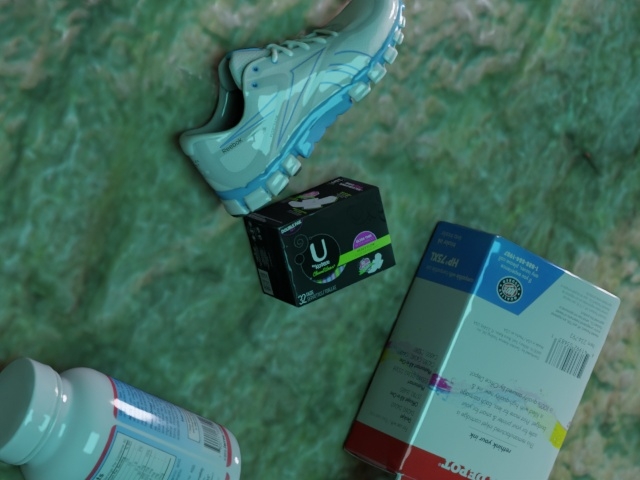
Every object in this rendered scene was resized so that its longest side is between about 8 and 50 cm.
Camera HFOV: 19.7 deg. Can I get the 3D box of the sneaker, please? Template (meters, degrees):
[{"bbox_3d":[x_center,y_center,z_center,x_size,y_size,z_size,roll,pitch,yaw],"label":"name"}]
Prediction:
[{"bbox_3d":[-0.020,-0.110,1.227,0.083,0.071,0.190,45,76,-24],"label":"sneaker"}]

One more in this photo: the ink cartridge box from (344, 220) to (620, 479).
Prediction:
[{"bbox_3d":[0.110,0.119,1.343,0.134,0.078,0.231,26,86,-32],"label":"ink cartridge box"}]

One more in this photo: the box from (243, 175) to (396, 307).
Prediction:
[{"bbox_3d":[0.000,0.000,1.268,0.083,0.052,0.062,-23,111,-24],"label":"box"}]

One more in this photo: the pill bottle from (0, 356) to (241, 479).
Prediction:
[{"bbox_3d":[-0.137,0.135,1.190,0.160,0.087,0.087,28,84,-32],"label":"pill bottle"}]
